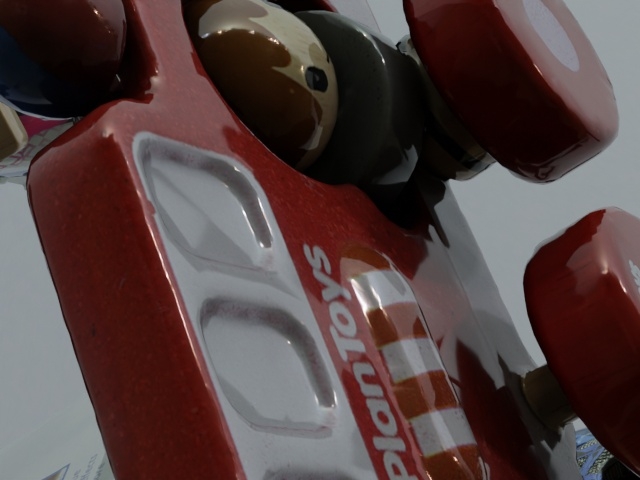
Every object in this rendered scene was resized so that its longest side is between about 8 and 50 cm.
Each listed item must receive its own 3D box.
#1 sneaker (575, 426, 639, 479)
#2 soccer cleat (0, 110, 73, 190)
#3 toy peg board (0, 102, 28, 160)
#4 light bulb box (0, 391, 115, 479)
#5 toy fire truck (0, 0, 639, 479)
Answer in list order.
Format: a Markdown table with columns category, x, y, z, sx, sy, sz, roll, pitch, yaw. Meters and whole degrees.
| category | x | y | z | sx | sy | sz | roll | pitch | yaw |
| --- | --- | --- | --- | --- | --- | --- | --- | --- | --- |
| sneaker | 0.261 | 0.153 | 1.101 | 0.221 | 0.087 | 0.083 | -27 | -79 | -9 |
| soccer cleat | -0.180 | -0.067 | 0.961 | 0.331 | 0.116 | 0.143 | -3 | -35 | -5 |
| toy peg board | -0.234 | -0.089 | 0.735 | 0.161 | 0.079 | 0.160 | -25 | -81 | 15 |
| light bulb box | -0.107 | 0.306 | 0.789 | 0.361 | 0.225 | 0.358 | -33 | -71 | 22 |
| toy fire truck | 0.000 | 0.000 | 0.525 | 0.169 | 0.254 | 0.302 | -32 | -115 | 25 |
